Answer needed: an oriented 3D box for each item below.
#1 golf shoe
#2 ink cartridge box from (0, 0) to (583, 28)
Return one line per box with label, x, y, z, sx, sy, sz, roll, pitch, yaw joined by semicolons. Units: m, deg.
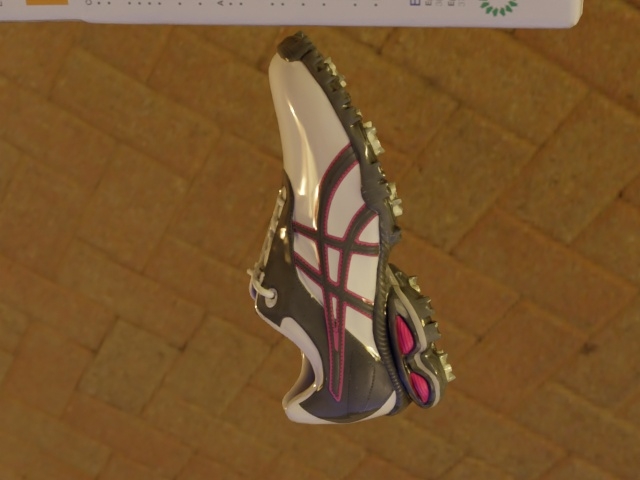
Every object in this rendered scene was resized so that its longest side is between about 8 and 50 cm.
golf shoe;0.000;0.000;0.878;0.120;0.105;0.273;-17;102;0
ink cartridge box;-0.035;-0.256;0.598;0.330;0.071;0.324;2;126;6
